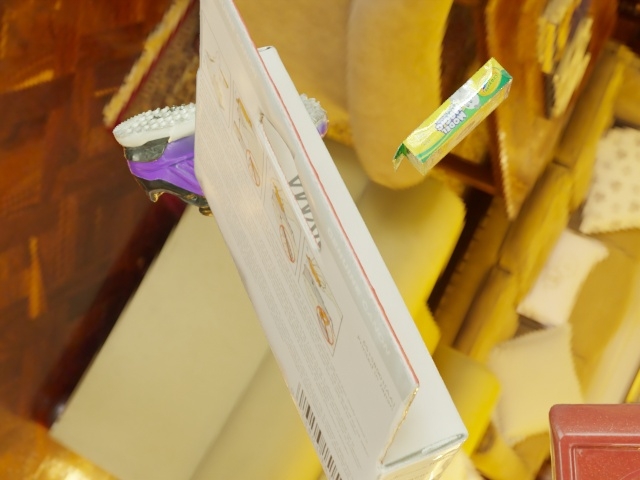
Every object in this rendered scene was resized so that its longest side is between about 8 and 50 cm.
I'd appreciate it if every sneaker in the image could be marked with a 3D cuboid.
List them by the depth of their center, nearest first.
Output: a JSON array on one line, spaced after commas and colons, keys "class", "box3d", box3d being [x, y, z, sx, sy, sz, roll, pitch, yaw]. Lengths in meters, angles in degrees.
[{"class": "sneaker", "box3d": [-0.117, -0.107, 1.449, 0.102, 0.293, 0.146, -54, 135, -57]}]

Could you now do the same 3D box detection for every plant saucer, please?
[{"class": "plant saucer", "box3d": [0.349, 0.294, 1.106, 0.048, 0.258, 0.259, 4, 82, -57]}]

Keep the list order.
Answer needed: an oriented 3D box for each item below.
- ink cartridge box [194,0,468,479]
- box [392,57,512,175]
[{"class": "ink cartridge box", "box3d": [0.000, 0.000, 0.626, 0.060, 0.275, 0.239, -18, 155, -17]}, {"class": "box", "box3d": [0.165, -0.147, 1.412, 0.179, 0.043, 0.105, -42, 172, 1]}]
